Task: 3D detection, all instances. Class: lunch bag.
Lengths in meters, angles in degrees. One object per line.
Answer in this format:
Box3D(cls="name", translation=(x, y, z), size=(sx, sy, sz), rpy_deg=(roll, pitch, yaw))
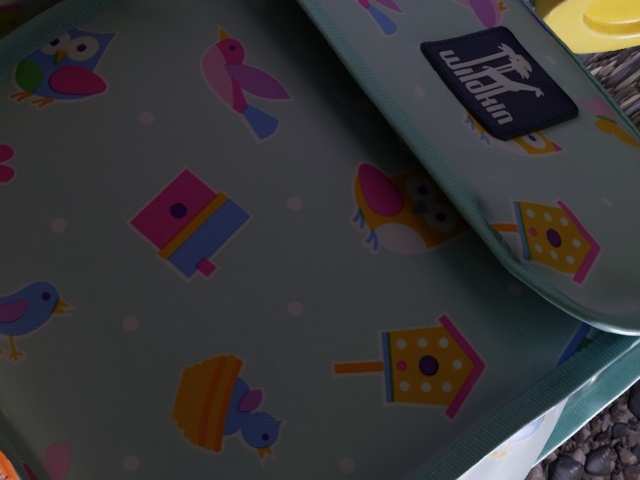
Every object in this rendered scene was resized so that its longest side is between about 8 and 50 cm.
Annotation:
Box3D(cls="lunch bag", translation=(0.000, 0.000, 0.585), size=(0.262, 0.223, 0.160), rpy_deg=(-34, 163, -18))

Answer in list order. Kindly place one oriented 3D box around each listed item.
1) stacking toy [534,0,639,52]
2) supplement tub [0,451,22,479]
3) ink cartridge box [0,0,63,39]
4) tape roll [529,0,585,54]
Box3D(cls="stacking toy", translation=(0.065, -0.187, 0.935), size=(0.280, 0.130, 0.309), rpy_deg=(-17, 164, 22))
Box3D(cls="supplement tub", translation=(-0.146, 0.103, 1.275), size=(0.338, 0.207, 0.207), rpy_deg=(-32, 168, -27))
Box3D(cls="ink cartridge box", translation=(-0.075, -0.166, 0.596), size=(0.226, 0.131, 0.306), rpy_deg=(-32, 170, -24))
Box3D(cls="tape roll", translation=(0.329, -0.296, 1.461), size=(0.321, 0.077, 0.321), rpy_deg=(-36, 168, -9))
